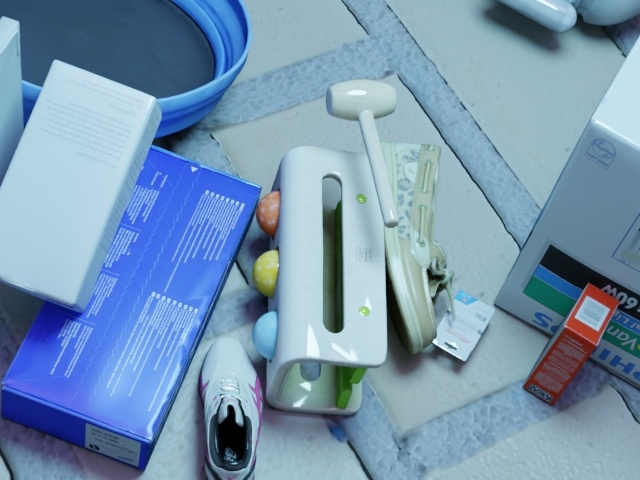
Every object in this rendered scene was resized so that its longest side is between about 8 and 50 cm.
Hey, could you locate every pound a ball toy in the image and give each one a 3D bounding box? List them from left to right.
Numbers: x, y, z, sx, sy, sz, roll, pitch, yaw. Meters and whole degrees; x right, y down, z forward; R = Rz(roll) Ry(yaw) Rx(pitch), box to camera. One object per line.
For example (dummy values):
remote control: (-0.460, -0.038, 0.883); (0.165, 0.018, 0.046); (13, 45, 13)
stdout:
pound a ball toy: (0.000, 0.000, 1.525); (0.136, 0.208, 0.319); (6, 57, -10)

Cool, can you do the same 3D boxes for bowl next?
bowl: (-0.278, -0.257, 1.657); (0.391, 0.077, 0.391); (11, 42, -10)

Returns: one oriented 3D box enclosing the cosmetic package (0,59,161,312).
cosmetic package: (-0.257, -0.054, 1.432); (0.117, 0.085, 0.231); (21, 82, 2)

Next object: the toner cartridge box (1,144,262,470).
toner cartridge box: (-0.198, 0.061, 1.516); (0.165, 0.075, 0.348); (22, 55, 0)

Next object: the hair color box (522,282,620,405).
hair color box: (0.277, 0.116, 1.556); (0.043, 0.141, 0.072); (32, 56, 7)

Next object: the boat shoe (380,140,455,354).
boat shoe: (0.112, -0.003, 1.610); (0.089, 0.104, 0.285); (-5, 57, -1)

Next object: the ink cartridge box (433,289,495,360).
ink cartridge box: (0.159, 0.103, 1.604); (0.048, 0.028, 0.083); (30, 55, 8)

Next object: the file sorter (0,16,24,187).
file sorter: (-0.426, -0.098, 1.447); (0.173, 0.277, 0.193); (22, 55, 6)

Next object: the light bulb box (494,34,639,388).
light bulb box: (0.408, -0.083, 1.587); (0.225, 0.361, 0.358); (30, 55, 9)

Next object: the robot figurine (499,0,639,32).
robot figurine: (0.330, -0.418, 1.886); (0.353, 0.200, 0.300); (26, 70, 4)

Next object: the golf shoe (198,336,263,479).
golf shoe: (-0.090, 0.176, 1.461); (0.067, 0.086, 0.186); (2, 56, -11)
